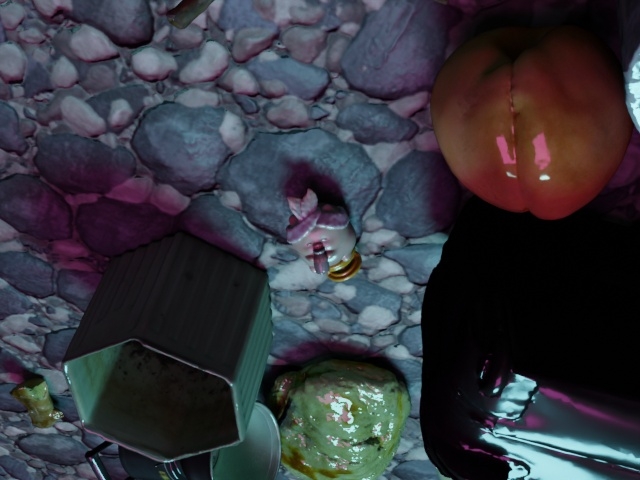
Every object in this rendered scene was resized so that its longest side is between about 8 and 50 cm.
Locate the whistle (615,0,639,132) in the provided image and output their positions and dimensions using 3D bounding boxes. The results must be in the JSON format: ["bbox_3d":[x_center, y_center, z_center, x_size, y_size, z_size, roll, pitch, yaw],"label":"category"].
[{"bbox_3d":[0.366,-0.131,0.784,0.188,0.168,0.404,-12,134,25],"label":"whistle"}]

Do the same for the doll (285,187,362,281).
[{"bbox_3d":[0.000,0.000,1.048,0.073,0.084,0.127,-14,136,23],"label":"doll"}]

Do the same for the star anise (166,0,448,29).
[{"bbox_3d":[-0.008,-0.317,0.735,0.292,0.109,0.349,14,124,9],"label":"star anise"}]

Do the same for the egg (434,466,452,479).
[{"bbox_3d":[0.219,0.304,1.266,0.152,0.114,0.114,29,133,-23],"label":"egg"}]

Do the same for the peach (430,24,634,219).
[{"bbox_3d":[0.193,-0.107,0.843,0.184,0.184,0.184,7,134,7],"label":"peach"}]

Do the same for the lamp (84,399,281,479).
[{"bbox_3d":[-0.183,0.281,1.283,0.227,0.172,0.147,-2,121,36],"label":"lamp"}]

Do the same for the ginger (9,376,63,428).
[{"bbox_3d":[-0.430,0.246,1.415,0.057,0.044,0.137,-19,139,-9],"label":"ginger"}]

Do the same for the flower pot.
[{"bbox_3d":[-0.179,0.133,1.145,0.239,0.189,0.209,-22,124,28],"label":"flower pot"}]

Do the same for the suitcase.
[{"bbox_3d":[0.277,0.110,0.917,0.345,0.339,0.188,14,127,-2],"label":"suitcase"}]

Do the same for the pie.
[{"bbox_3d":[0.014,0.261,1.291,0.201,0.090,0.248,14,131,4],"label":"pie"}]
